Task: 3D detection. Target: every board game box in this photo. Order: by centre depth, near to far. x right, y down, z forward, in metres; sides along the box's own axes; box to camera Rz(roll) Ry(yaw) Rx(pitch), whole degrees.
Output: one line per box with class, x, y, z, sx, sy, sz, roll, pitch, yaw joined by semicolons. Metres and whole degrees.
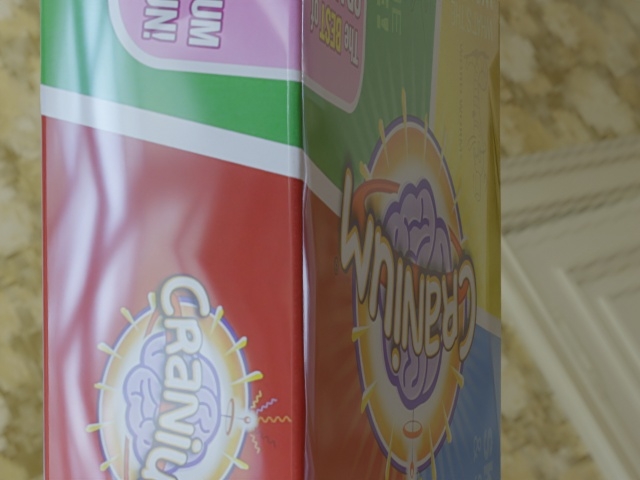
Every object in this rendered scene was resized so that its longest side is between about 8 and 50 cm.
board game box;0.000;0.000;0.469;0.064;0.317;0.242;0;2;17
